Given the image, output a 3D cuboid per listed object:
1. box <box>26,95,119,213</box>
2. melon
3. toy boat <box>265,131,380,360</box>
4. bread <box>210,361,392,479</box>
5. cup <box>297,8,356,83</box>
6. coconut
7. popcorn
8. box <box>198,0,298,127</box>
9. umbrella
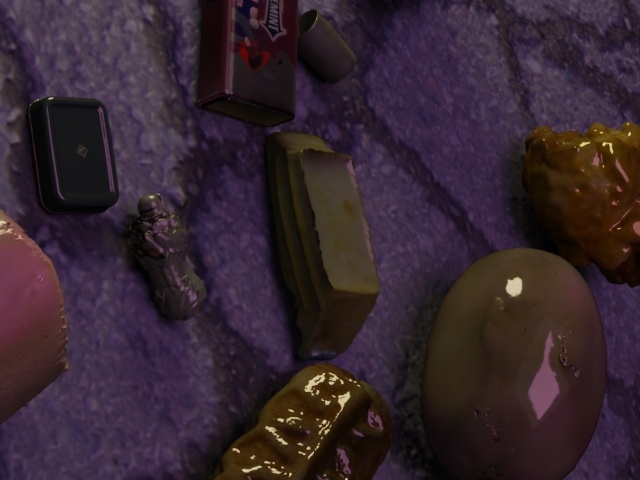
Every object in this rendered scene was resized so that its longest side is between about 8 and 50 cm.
[{"bbox_3d":[-0.261,-0.092,1.620,0.091,0.031,0.126,1,76,-43],"label":"box"},{"bbox_3d":[0.237,0.163,1.869,0.223,0.223,0.317,31,57,-32],"label":"melon"},{"bbox_3d":[0.004,0.000,1.801,0.111,0.084,0.276,3,75,-44],"label":"toy boat"},{"bbox_3d":[-0.021,0.250,1.675,0.152,0.130,0.267,48,50,-10],"label":"bread"},{"bbox_3d":[-0.002,-0.242,1.897,0.054,0.075,0.083,-46,118,-1],"label":"cup"},{"bbox_3d":[-0.370,0.091,1.344,0.245,0.233,0.233,-35,102,-36],"label":"coconut"},{"bbox_3d":[0.392,-0.056,2.109,0.190,0.191,0.253,-51,119,-76],"label":"popcorn"},{"bbox_3d":[-0.083,-0.255,1.804,0.120,0.069,0.224,13,70,-40],"label":"box"},{"bbox_3d":[-0.166,0.018,1.656,0.067,0.062,0.143,-18,98,-13],"label":"umbrella"}]
